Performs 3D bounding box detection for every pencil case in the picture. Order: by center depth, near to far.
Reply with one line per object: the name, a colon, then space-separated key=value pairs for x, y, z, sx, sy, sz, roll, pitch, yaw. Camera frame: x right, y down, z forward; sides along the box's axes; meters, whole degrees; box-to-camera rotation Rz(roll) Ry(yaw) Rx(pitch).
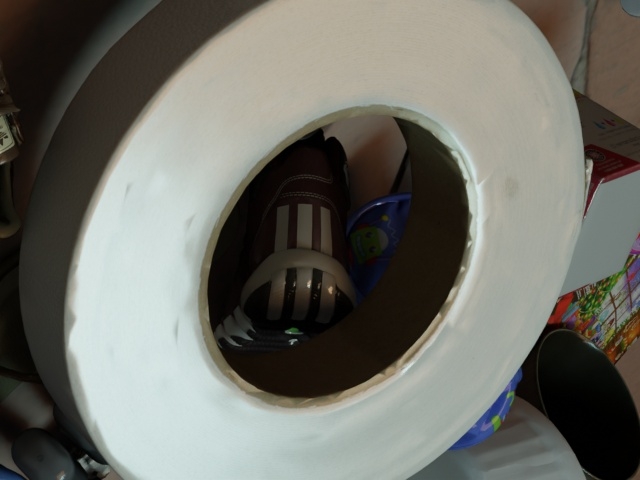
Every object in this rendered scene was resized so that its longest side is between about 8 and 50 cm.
pencil case: x=0.099 y=0.073 z=1.499 sx=0.306 sy=0.133 sz=0.119 roll=68 pitch=24 yaw=-60

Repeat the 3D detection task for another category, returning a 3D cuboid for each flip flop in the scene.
flip flop: x=-0.148 y=0.046 z=1.208 sx=0.277 sy=0.080 sz=0.112 roll=-32 pitch=147 yaw=-36

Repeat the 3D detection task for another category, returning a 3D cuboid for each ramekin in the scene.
ramekin: x=0.119 y=0.285 z=1.726 sx=0.135 sy=0.277 sz=0.277 roll=-3 pitch=126 yaw=-47

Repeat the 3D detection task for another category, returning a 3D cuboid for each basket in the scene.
basket: x=0.201 y=0.227 z=1.853 sx=0.227 sy=0.154 sz=0.204 roll=-41 pitch=-160 yaw=32

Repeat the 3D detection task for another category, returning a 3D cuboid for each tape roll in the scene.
tape roll: x=0.000 y=0.000 z=1.126 sx=0.392 sy=0.072 sz=0.392 roll=-17 pitch=122 yaw=-29

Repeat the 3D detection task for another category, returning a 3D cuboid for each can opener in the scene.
can opener: x=-0.157 y=0.170 z=1.271 sx=0.076 sy=0.095 sz=0.283 roll=-44 pitch=175 yaw=-10

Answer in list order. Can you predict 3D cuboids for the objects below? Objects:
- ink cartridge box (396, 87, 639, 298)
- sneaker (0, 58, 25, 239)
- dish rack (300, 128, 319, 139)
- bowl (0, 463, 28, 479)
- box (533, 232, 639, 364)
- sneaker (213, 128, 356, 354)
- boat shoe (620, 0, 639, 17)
ink cartridge box: x=0.178 y=-0.056 z=1.497 sx=0.128 sy=0.176 sz=0.127 roll=-20 pitch=137 yaw=-48
sneaker: x=-0.192 y=-0.080 z=0.992 sx=0.066 sy=0.071 sz=0.188 roll=-35 pitch=149 yaw=-30
dish rack: x=0.005 y=-0.201 z=1.164 sx=0.208 sy=0.074 sz=0.271 roll=-47 pitch=151 yaw=-14
bowl: x=-0.348 y=0.295 z=1.201 sx=0.391 sy=0.077 sz=0.391 roll=-38 pitch=151 yaw=-26
box: x=0.300 y=0.067 z=1.972 sx=0.201 sy=0.057 sz=0.293 roll=-47 pitch=153 yaw=-12
sneaker: x=-0.017 y=0.000 z=1.348 sx=0.281 sy=0.106 sz=0.162 roll=125 pitch=-31 yaw=-73
boat shoe: x=0.314 y=-0.269 z=1.603 sx=0.142 sy=0.049 sz=0.040 roll=-62 pitch=171 yaw=21
